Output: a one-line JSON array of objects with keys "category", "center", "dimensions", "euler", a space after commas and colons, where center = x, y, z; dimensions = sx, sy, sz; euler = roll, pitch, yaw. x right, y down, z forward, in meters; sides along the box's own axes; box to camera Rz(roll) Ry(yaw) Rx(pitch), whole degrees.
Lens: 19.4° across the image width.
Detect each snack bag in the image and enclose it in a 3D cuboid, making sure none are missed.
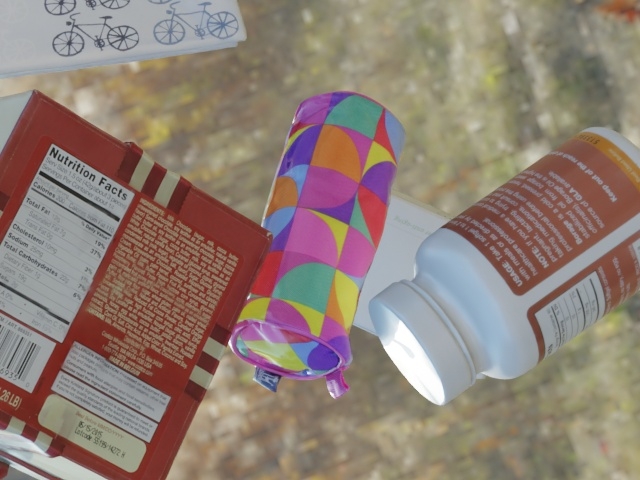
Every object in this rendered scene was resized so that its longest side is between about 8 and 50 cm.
[{"category": "snack bag", "center": [-0.264, -0.329, 1.956], "dimensions": [0.037, 0.323, 0.343], "euler": [103, 156, -65]}]

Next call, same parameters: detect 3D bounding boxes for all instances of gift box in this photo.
[{"category": "gift box", "center": [-0.234, 0.054, 1.387], "dimensions": [0.255, 0.276, 0.258], "euler": [37, 163, -25]}]

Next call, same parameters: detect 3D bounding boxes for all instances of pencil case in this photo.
[{"category": "pencil case", "center": [0.000, 0.000, 1.446], "dimensions": [0.104, 0.104, 0.236], "euler": [84, -162, -58]}]

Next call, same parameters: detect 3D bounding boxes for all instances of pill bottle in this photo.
[{"category": "pill bottle", "center": [0.146, 0.021, 1.344], "dimensions": [0.121, 0.216, 0.121], "euler": [51, 164, 20]}]

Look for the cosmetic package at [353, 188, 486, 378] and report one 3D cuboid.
[{"category": "cosmetic package", "center": [0.109, 0.035, 2.185], "dimensions": [0.365, 0.197, 0.155], "euler": [-136, 70, -83]}]
